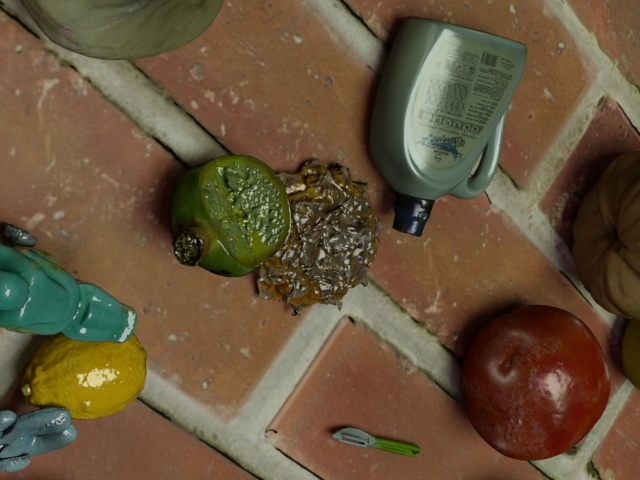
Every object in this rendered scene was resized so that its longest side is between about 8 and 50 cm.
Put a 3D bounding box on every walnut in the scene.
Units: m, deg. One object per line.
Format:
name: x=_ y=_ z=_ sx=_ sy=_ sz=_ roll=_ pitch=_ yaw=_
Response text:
walnut: x=0.518 y=-0.007 z=1.871 sx=0.285 sy=0.285 sz=0.296 roll=-3 pitch=147 yaw=-35

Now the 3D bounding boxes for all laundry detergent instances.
laundry detergent: x=0.163 y=-0.142 z=1.676 sx=0.215 sy=0.105 sz=0.280 roll=5 pitch=99 yaw=-39

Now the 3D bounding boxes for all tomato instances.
tomato: x=0.322 y=0.209 z=1.850 sx=0.232 sy=0.188 sz=0.232 roll=-14 pitch=115 yaw=-33

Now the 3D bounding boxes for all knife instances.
knife: x=0.079 y=0.286 z=1.803 sx=0.184 sy=0.026 sz=0.022 roll=20 pitch=132 yaw=-40

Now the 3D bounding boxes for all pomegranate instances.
pomegranate: x=-0.123 y=-0.020 z=1.493 sx=0.169 sy=0.122 sz=0.143 roll=-40 pitch=109 yaw=-34

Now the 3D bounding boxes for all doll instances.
doll: x=-0.360 y=0.235 z=1.397 sx=0.180 sy=0.075 sz=0.120 roll=-8 pitch=130 yaw=3

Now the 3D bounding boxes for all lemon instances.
lemon: x=-0.269 y=0.150 z=1.451 sx=0.155 sy=0.114 sz=0.114 roll=-15 pitch=113 yaw=-27

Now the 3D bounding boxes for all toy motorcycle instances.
toy motorcycle: x=-0.329 y=0.040 z=1.321 sx=0.296 sy=0.198 sz=0.109 roll=22 pitch=86 yaw=-40

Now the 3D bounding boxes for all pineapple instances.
pineapple: x=0.000 y=0.000 z=1.624 sx=0.225 sy=0.076 sz=0.225 roll=-10 pitch=109 yaw=-31

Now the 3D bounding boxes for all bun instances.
bun: x=-0.202 y=-0.311 z=1.324 sx=0.273 sy=0.168 sz=0.273 roll=-16 pitch=114 yaw=-40

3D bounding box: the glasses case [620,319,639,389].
glasses case: x=0.648 y=0.182 z=2.108 sx=0.371 sy=0.141 sz=0.173 roll=-4 pitch=92 yaw=-35
